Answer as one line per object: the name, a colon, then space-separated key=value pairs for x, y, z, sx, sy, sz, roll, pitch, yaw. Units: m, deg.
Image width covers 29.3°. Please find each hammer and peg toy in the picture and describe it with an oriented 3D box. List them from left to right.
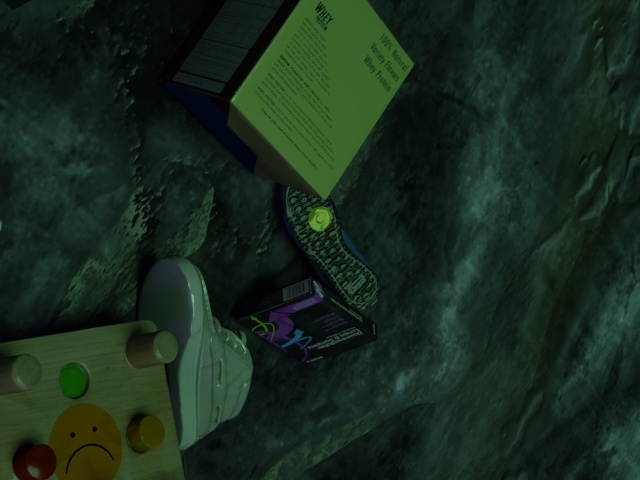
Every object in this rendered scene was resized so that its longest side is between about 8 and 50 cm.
hammer and peg toy: x=-0.288 y=0.232 z=1.251 sx=0.361 sy=0.127 sz=0.266 roll=-8 pitch=85 yaw=-49

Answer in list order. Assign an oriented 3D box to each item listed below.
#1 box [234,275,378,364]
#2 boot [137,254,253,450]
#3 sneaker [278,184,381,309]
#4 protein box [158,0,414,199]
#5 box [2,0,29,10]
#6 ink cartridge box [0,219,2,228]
box: x=-0.016 y=0.105 z=1.565 sx=0.162 sy=0.116 sz=0.029 roll=36 pitch=40 yaw=-47
boot: x=-0.143 y=0.120 z=1.467 sx=0.123 sy=0.095 sz=0.258 roll=-25 pitch=130 yaw=-44
sneaker: x=0.000 y=0.000 z=1.582 sx=0.069 sy=0.082 sz=0.209 roll=-38 pitch=112 yaw=-12
protein box: x=-0.035 y=-0.194 z=1.406 sx=0.201 sy=0.136 sz=0.200 roll=-57 pitch=135 yaw=-12
box: x=-0.308 y=-0.322 z=1.091 sx=0.100 sy=0.060 sz=0.244 roll=-24 pitch=139 yaw=13
ink cartridge box: x=-0.434 y=0.023 z=1.063 sx=0.232 sy=0.171 sz=0.168 roll=13 pitch=95 yaw=-47
